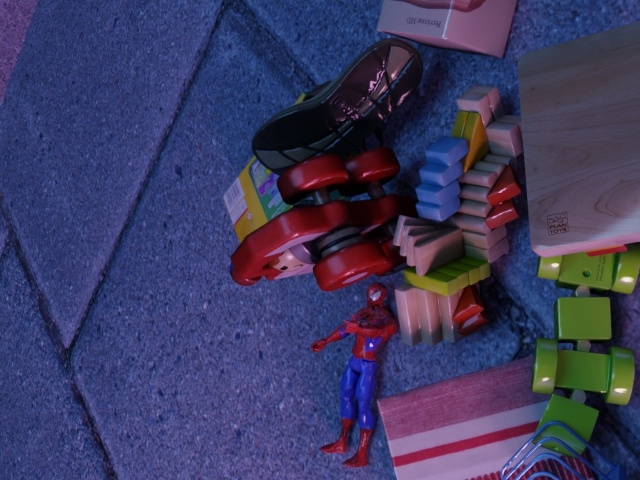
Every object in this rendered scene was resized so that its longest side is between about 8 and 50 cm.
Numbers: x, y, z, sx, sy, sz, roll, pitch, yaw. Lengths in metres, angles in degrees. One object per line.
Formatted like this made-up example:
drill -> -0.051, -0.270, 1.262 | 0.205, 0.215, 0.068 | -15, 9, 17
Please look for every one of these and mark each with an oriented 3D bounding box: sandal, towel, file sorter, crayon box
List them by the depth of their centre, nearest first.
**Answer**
file sorter -> 0.250, 0.293, 1.023 | 0.104, 0.170, 0.118 | 38, 114, 5
towel -> 0.220, 0.322, 1.157 | 0.236, 0.037, 0.329 | -15, 68, 4
sandal -> 0.030, -0.195, 1.427 | 0.302, 0.120, 0.086 | -33, 21, 21
crayon box -> -0.045, -0.093, 1.592 | 0.278, 0.081, 0.165 | -47, 52, 35

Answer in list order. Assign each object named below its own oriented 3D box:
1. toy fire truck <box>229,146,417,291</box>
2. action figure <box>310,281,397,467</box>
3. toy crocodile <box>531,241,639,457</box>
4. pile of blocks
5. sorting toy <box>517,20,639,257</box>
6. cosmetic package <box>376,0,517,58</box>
toy fire truck -> 0.000, 0.000, 1.367 | 0.254, 0.302, 0.170 | -33, 76, 39
action figure -> 0.036, 0.196, 1.422 | 0.091, 0.139, 0.281 | 18, 97, 48
toy crocodile -> 0.312, 0.086, 1.125 | 0.115, 0.105, 0.341 | 6, 81, 9
pile of blocks -> 0.194, -0.027, 1.247 | 0.112, 0.148, 0.363 | 15, 96, 50
sorting toy -> 0.364, -0.112, 1.050 | 0.257, 0.089, 0.256 | -12, 63, 28
cosmetic package -> 0.198, -0.417, 1.309 | 0.153, 0.129, 0.296 | 20, 101, 49
